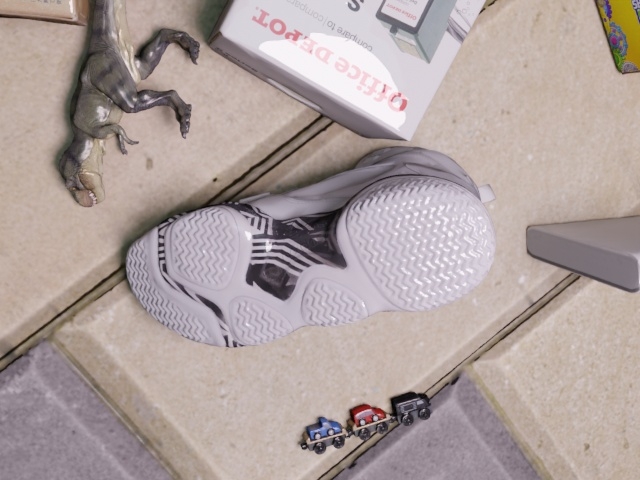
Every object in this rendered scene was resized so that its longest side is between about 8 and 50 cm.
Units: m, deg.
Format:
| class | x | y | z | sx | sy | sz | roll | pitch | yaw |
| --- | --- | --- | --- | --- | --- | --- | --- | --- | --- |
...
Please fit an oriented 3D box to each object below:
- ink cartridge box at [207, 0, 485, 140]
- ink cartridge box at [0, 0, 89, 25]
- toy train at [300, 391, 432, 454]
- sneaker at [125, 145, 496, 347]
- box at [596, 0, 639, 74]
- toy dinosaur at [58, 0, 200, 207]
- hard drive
| class | x | y | z | sx | sy | sz | roll | pitch | yaw |
| --- | --- | --- | --- | --- | --- | --- | --- | --- | --- |
| ink cartridge box | 0.051 | -0.266 | 0.712 | 0.211 | 0.121 | 0.289 | 27 | 93 | -17 |
| ink cartridge box | -0.281 | -0.295 | 0.573 | 0.194 | 0.088 | 0.234 | 3 | 103 | -11 |
| toy train | 0.052 | 0.205 | 0.841 | 0.158 | 0.027 | 0.036 | -15 | 99 | -12 |
| sneaker | 0.000 | 0.000 | 0.743 | 0.366 | 0.210 | 0.137 | -9 | 103 | 22 |
| box | 0.438 | -0.364 | 0.768 | 0.290 | 0.177 | 0.279 | -27 | 104 | -9 |
| toy dinosaur | -0.179 | -0.159 | 0.706 | 0.118 | 0.064 | 0.268 | 7 | 94 | -9 |
| hard drive | 0.416 | 0.002 | 0.808 | 0.308 | 0.203 | 0.040 | -6 | 101 | -13 |
